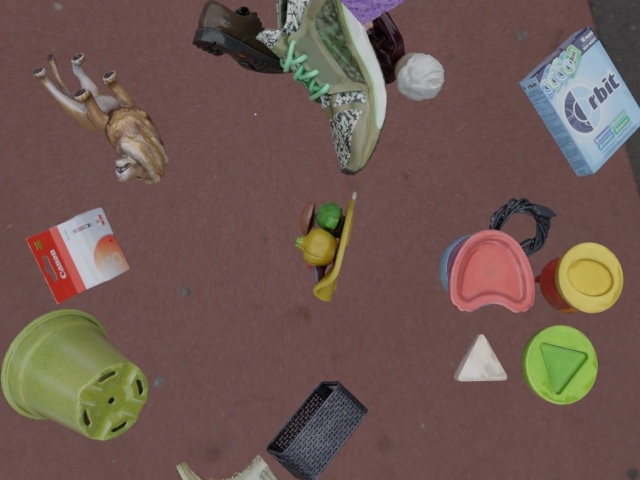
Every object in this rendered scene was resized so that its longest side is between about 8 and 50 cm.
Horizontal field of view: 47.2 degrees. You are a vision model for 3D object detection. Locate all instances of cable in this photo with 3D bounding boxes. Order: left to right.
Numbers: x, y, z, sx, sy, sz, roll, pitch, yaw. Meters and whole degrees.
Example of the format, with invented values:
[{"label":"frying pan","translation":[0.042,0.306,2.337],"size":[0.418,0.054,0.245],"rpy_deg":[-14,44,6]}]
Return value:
[{"label":"cable","translation":[0.431,-0.022,1.621],"size":[0.185,0.047,0.150],"rpy_deg":[10,123,-35]}]

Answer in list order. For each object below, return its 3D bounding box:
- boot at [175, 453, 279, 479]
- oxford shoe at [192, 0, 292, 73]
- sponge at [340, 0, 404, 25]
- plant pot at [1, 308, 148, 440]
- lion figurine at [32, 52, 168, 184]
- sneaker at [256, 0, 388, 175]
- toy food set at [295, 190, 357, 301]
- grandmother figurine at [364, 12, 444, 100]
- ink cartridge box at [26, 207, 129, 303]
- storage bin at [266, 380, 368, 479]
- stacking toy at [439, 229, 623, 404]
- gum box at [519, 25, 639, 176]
[{"label":"boot","translation":[-0.198,0.528,1.610],"size":[0.213,0.077,0.165],"rpy_deg":[44,71,11]},{"label":"oxford shoe","translation":[-0.115,-0.344,1.246],"size":[0.083,0.227,0.096],"rpy_deg":[7,86,34]},{"label":"sponge","translation":[0.107,-0.356,0.906],"size":[0.210,0.031,0.117],"rpy_deg":[-24,147,25]},{"label":"plant pot","translation":[-0.539,0.324,1.676],"size":[0.276,0.254,0.276],"rpy_deg":[-20,118,-44]},{"label":"lion figurine","translation":[-0.492,-0.285,1.672],"size":[0.142,0.392,0.240],"rpy_deg":[-39,136,-12]},{"label":"sneaker","translation":[-0.016,-0.301,1.188],"size":[0.182,0.158,0.410],"rpy_deg":[-10,88,-20]},{"label":"toy food set","translation":[0.000,0.000,0.996],"size":[0.071,0.218,0.128],"rpy_deg":[14,104,1]},{"label":"grandmother figurine","translation":[0.102,-0.384,1.418],"size":[0.104,0.208,0.342],"rpy_deg":[-39,62,-13]},{"label":"ink cartridge box","translation":[-0.480,0.026,1.466],"size":[0.045,0.179,0.145],"rpy_deg":[-17,100,29]},{"label":"storage bin","translation":[-0.007,0.368,1.420],"size":[0.084,0.122,0.180],"rpy_deg":[44,68,-8]},{"label":"stacking toy","translation":[0.344,0.129,1.276],"size":[0.309,0.130,0.279],"rpy_deg":[11,82,-10]},{"label":"gum box","translation":[0.423,-0.223,1.176],"size":[0.157,0.041,0.184],"rpy_deg":[-42,104,-22]}]
